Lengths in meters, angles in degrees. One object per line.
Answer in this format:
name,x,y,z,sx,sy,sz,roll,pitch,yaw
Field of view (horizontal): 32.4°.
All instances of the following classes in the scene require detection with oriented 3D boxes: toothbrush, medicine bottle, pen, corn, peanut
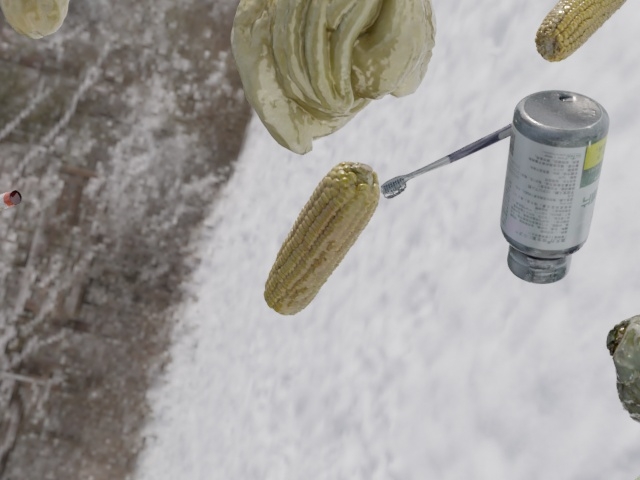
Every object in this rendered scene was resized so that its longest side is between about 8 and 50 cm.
toothbrush,0.226,-0.139,1.764,0.024,0.288,0.026,58,-171,-38
medicine bottle,0.351,-0.074,1.690,0.141,0.142,0.293,-87,-1,-53
pen,-0.583,-0.043,1.824,0.239,0.028,0.028,-15,50,32
corn,0.000,0.000,2.052,0.120,0.121,0.363,-88,24,-55
corn,0.498,-0.441,2.070,0.293,0.106,0.106,-44,-5,-24
peanut,-0.498,-0.483,1.862,0.130,0.130,0.290,164,91,-80

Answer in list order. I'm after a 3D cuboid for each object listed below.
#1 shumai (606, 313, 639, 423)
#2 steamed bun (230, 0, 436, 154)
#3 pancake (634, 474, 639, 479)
shumai,0.605,0.198,1.782,0.218,0.256,0.189,-20,76,38
steamed bun,0.031,-0.310,1.753,0.372,0.325,0.230,-34,44,16
pancake,0.504,0.423,1.719,0.116,0.023,0.129,-12,-78,-52
